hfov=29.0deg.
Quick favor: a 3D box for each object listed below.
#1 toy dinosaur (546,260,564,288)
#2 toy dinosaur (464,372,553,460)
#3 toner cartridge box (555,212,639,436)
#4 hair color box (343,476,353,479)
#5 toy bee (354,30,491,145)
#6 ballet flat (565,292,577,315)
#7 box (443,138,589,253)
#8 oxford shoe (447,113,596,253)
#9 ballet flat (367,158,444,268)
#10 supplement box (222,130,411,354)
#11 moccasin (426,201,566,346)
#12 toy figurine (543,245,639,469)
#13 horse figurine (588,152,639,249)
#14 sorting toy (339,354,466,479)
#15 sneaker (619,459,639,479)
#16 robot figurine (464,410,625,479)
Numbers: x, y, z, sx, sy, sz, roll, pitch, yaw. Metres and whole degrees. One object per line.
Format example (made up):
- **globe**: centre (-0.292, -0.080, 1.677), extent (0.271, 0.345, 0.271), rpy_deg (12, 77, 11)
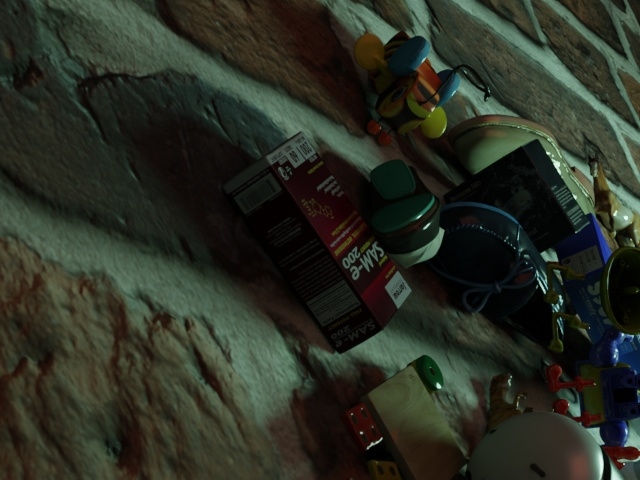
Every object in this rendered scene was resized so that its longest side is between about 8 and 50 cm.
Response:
- **toy dinosaur**: centre (0.435, 0.041, 2.143), extent (0.082, 0.090, 0.047), rpy_deg (30, 7, -24)
- **toy dinosaur**: centre (0.242, 0.253, 1.614), extent (0.211, 0.112, 0.064), rpy_deg (-61, 157, -61)
- **toner cartridge box**: centre (0.480, 0.140, 2.010), extent (0.348, 0.075, 0.165), rpy_deg (58, 20, -28)
- **hair color box**: centre (0.047, 0.314, 1.228), extent (0.141, 0.043, 0.072), rpy_deg (53, 27, -5)
- **toy bee**: centre (0.120, -0.227, 1.855), extent (0.195, 0.162, 0.298), rpy_deg (46, 3, -4)
- **ballet flat**: centre (0.437, 0.102, 2.125), extent (0.041, 0.041, 0.114), rpy_deg (59, 26, 3)
- **box**: centre (0.304, -0.049, 1.925), extent (0.158, 0.156, 0.093), rpy_deg (58, 28, 3)
- **oxford shoe**: centre (0.358, -0.084, 2.081), extent (0.397, 0.140, 0.147), rpy_deg (28, 46, -41)
- **ballet flat**: centre (0.117, -0.027, 1.622), extent (0.280, 0.095, 0.096), rpy_deg (-86, 155, -69)
- **supplement box**: centre (0.000, 0.000, 1.458), extent (0.239, 0.073, 0.130), rpy_deg (55, 26, -5)
- **moccasin**: centre (0.273, 0.053, 1.785), extent (0.342, 0.137, 0.117), rpy_deg (29, 37, -42)
- **toy figurine**: centre (0.404, 0.202, 1.843), extent (0.217, 0.191, 0.363), rpy_deg (133, -50, -82)
- **horse figurine**: centre (0.610, -0.032, 2.521), extent (0.263, 0.066, 0.174), rpy_deg (43, 36, -22)
- **sorting toy**: centre (0.091, 0.224, 1.395), extent (0.132, 0.046, 0.274), rpy_deg (60, 26, 5)
- **sneaker**: centre (0.575, 0.390, 1.942), extent (0.262, 0.121, 0.099), rpy_deg (25, 42, -47)
- **robot figurine**: centre (0.281, 0.327, 1.447), extent (0.278, 0.209, 0.174), rpy_deg (54, 37, -30)
